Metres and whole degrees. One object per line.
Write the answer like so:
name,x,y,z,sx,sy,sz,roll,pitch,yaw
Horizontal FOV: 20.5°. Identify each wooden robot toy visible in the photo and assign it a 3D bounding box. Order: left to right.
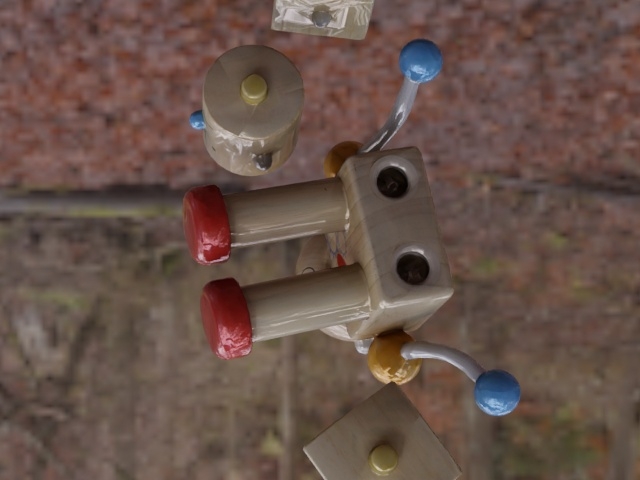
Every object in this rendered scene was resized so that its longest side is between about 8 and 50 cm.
wooden robot toy,0.000,0.000,0.491,0.076,0.173,0.079,-10,165,-8
